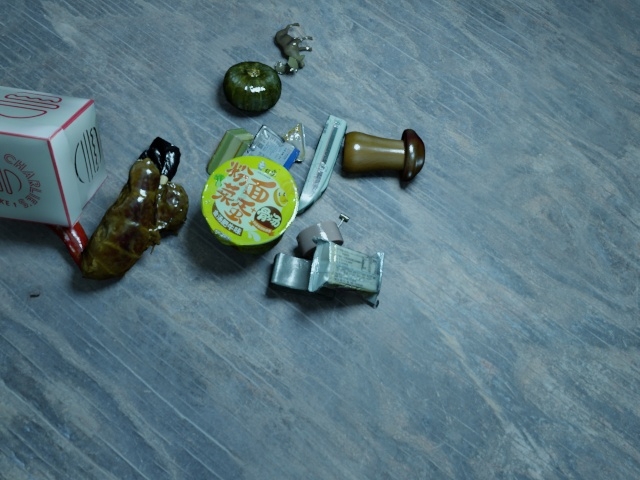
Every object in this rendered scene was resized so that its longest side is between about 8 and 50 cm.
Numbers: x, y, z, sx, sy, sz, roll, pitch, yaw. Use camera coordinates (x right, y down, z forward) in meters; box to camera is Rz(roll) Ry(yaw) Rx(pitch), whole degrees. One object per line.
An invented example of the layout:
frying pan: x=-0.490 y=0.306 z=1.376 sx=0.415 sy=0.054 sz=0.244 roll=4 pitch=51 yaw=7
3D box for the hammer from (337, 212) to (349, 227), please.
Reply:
hammer: x=0.062 y=-0.047 z=1.618 sx=0.036 sy=0.019 sz=0.110 roll=32 pitch=76 yaw=5

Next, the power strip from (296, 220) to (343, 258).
power strip: x=0.000 y=0.000 z=1.521 sx=0.154 sy=0.154 sz=0.078 roll=-17 pitch=71 yaw=-12

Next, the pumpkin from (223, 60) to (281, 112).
pumpkin: x=-0.255 y=-0.572 z=1.685 sx=0.224 sy=0.157 sz=0.223 roll=4 pitch=55 yaw=-6

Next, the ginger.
ginger: x=-0.584 y=-0.035 z=1.450 sx=0.254 sy=0.176 sz=0.418 roll=36 pitch=82 yaw=-40

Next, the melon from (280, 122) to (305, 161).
melon: x=-0.109 y=-0.348 z=1.662 sx=0.202 sy=0.093 sz=0.139 roll=-41 pitch=92 yaw=-11

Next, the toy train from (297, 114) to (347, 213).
toy train: x=0.003 y=-0.265 z=1.649 sx=0.088 sy=0.086 sz=0.406 roll=20 pitch=71 yaw=-5

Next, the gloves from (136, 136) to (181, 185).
gloves: x=-0.571 y=-0.250 z=1.563 sx=0.164 sy=0.124 sz=0.203 roll=30 pitch=92 yaw=27

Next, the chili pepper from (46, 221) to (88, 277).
chili pepper: x=-0.870 y=-0.041 z=1.472 sx=0.368 sy=0.092 sz=0.137 roll=37 pitch=84 yaw=9

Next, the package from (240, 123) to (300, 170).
package: x=-0.182 y=-0.296 z=1.605 sx=0.173 sy=0.027 sz=0.171 roll=34 pitch=90 yaw=-28

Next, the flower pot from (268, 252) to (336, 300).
flower pot: x=-0.054 y=0.124 z=1.498 sx=0.230 sy=0.103 sz=0.108 roll=14 pitch=71 yaw=-3

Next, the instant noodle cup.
instant noodle cup: x=-0.228 y=-0.092 z=1.489 sx=0.312 sy=0.221 sz=0.311 roll=2 pitch=70 yaw=-5

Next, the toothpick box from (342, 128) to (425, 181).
toothpick box: x=0.231 y=-0.315 z=1.643 sx=0.295 sy=0.192 sz=0.192 roll=4 pitch=71 yaw=1

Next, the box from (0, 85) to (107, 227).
box: x=-0.879 y=-0.262 z=1.379 sx=0.313 sy=0.314 sz=0.300 roll=7 pitch=39 yaw=-4

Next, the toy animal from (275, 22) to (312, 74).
toy animal: x=-0.118 y=-0.758 z=1.807 sx=0.186 sy=0.093 sz=0.214 roll=-33 pitch=70 yaw=-20

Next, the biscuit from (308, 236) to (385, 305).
biscuit: x=0.095 y=0.104 z=1.466 sx=0.309 sy=0.079 sz=0.185 roll=16 pitch=73 yaw=-40

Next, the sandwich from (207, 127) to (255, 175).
sandwich: x=-0.312 y=-0.309 z=1.664 sx=0.117 sy=0.144 sz=0.187 roll=34 pitch=107 yaw=6
